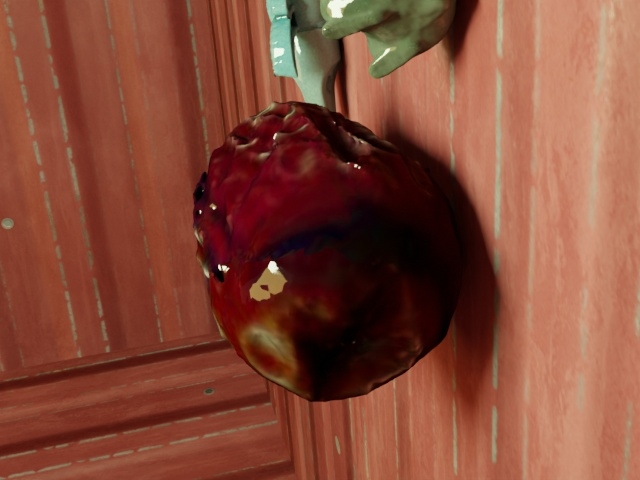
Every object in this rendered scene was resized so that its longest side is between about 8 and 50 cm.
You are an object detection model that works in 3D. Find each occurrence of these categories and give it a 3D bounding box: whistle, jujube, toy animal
[{"bbox_3d":[-0.020,-0.291,1.258,0.186,0.093,0.274,-42,-57,-71],"label":"whistle"},{"bbox_3d":[0.000,0.000,0.978,0.376,0.258,0.258,-119,22,-64],"label":"jujube"},{"bbox_3d":[0.065,-0.262,0.869,0.108,0.138,0.236,41,-133,-39],"label":"toy animal"}]
